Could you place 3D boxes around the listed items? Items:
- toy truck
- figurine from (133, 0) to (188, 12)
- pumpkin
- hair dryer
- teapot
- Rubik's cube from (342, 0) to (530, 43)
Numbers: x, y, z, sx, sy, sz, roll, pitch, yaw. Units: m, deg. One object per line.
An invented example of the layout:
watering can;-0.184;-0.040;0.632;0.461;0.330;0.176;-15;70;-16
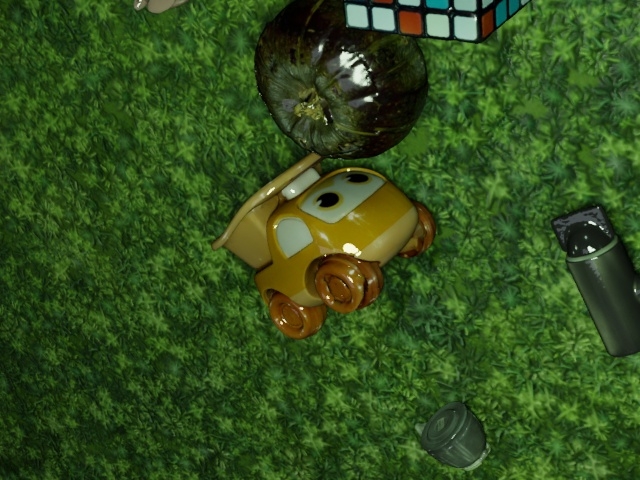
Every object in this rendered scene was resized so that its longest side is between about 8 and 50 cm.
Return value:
toy truck;0.000;0.000;1.740;0.211;0.204;0.288;52;140;-2
figurine;-0.217;-0.381;1.705;0.125;0.138;0.125;-2;127;-3
pumpkin;0.021;-0.212;1.614;0.238;0.159;0.238;18;131;22
hair dryer;0.433;0.026;1.545;0.248;0.078;0.195;-18;106;32
teapot;0.208;0.299;1.886;0.092;0.124;0.091;-44;108;5
Rubik's cube;0.137;-0.346;1.421;0.184;0.187;0.182;15;126;30
